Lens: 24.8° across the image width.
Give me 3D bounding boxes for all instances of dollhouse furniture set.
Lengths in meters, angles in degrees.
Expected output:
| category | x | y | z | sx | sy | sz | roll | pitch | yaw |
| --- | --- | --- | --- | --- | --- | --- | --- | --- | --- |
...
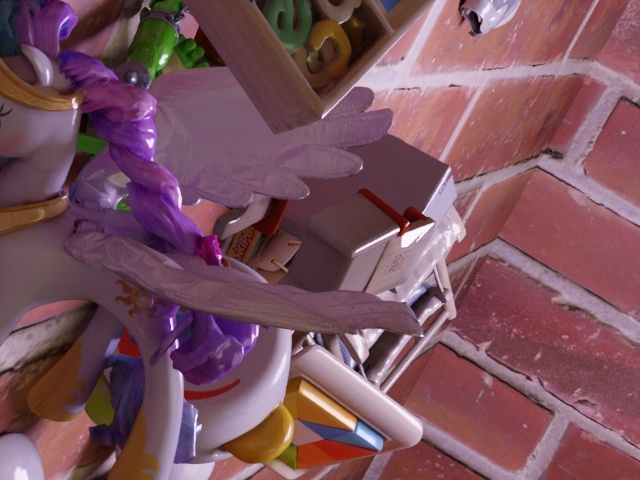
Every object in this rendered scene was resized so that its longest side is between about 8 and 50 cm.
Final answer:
| category | x | y | z | sx | sy | sz | roll | pitch | yaw |
| --- | --- | --- | --- | --- | --- | --- | --- | --- | --- |
| dollhouse furniture set | -0.045 | -0.045 | 1.260 | 0.135 | 0.259 | 0.262 | -21 | 143 | -53 |

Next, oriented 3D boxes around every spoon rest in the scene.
| category | x | y | z | sx | sy | sz | roll | pitch | yaw |
| --- | --- | --- | --- | --- | --- | --- | --- | --- | --- |
| spoon rest | -0.306 | 0.279 | 1.458 | 0.137 | 0.084 | 0.276 | -56 | 153 | -17 |

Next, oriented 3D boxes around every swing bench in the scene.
| category | x | y | z | sx | sy | sz | roll | pitch | yaw |
| --- | --- | --- | --- | --- | --- | --- | --- | --- | --- |
| swing bench | 0.059 | 0.067 | 1.886 | 0.253 | 0.165 | 0.255 | -48 | 158 | -31 |

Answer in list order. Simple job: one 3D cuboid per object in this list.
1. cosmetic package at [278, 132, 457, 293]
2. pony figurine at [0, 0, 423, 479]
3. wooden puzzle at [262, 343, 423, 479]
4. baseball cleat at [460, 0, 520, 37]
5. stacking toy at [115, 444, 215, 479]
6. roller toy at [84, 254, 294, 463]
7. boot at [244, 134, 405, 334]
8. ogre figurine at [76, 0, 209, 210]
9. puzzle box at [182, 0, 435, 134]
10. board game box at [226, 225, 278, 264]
| category | x | y | z | sx | sy | sz | roll | pitch | yaw |
| --- | --- | --- | --- | --- | --- | --- | --- | --- | --- |
| cosmetic package | 0.004 | -0.062 | 1.430 | 0.127 | 0.238 | 0.107 | -56 | 166 | -8 |
| pony figurine | -0.132 | 0.013 | 0.997 | 0.303 | 0.350 | 0.364 | -102 | -152 | -54 |
| wooden puzzle | -0.026 | 0.229 | 1.841 | 0.238 | 0.221 | 0.044 | -25 | -141 | 38 |
| baseball cleat | 0.253 | -0.364 | 2.020 | 0.109 | 0.072 | 0.206 | -40 | 155 | -35 |
| stacking toy | -0.204 | 0.400 | 1.747 | 0.350 | 0.350 | 0.480 | -38 | 137 | -55 |
| roller toy | -0.124 | 0.121 | 1.463 | 0.146 | 0.209 | 0.191 | 98 | -2 | -61 |
| boot | 0.000 | 0.000 | 1.616 | 0.203 | 0.095 | 0.262 | -48 | 180 | 39 |
| ogre figurine | -0.150 | -0.091 | 1.153 | 0.197 | 0.097 | 0.118 | -49 | -169 | 30 |
| puzzle box | 0.022 | -0.299 | 0.995 | 0.052 | 0.272 | 0.409 | -13 | -151 | 49 |
| board game box | -0.022 | -0.058 | 1.780 | 0.259 | 0.039 | 0.124 | -30 | 149 | -59 |
